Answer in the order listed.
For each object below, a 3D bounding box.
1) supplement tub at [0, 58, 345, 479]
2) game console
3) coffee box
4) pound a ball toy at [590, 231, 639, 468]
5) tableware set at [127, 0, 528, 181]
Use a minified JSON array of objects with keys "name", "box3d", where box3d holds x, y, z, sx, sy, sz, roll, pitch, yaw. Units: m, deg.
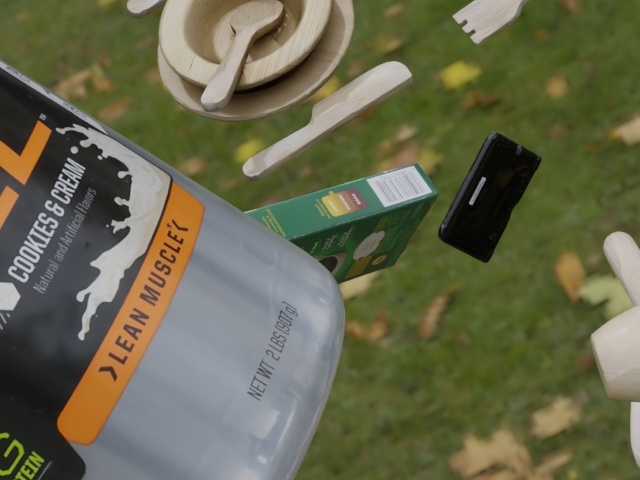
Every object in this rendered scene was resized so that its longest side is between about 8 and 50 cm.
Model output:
[{"name":"supplement tub","box3d":[-0.166,0.015,0.730,0.193,0.316,0.193,-53,14,20]},{"name":"game console","box3d":[0.166,-0.046,2.009,0.071,0.107,0.122,30,93,53]},{"name":"coffee box","box3d":[0.000,0.000,1.629,0.184,0.040,0.113,-18,-25,-31]},{"name":"pound a ball toy","box3d":[0.229,0.071,1.012,0.135,0.208,0.319,-13,16,13]},{"name":"tableware set","box3d":[0.015,-0.121,0.814,0.194,0.039,0.128,-34,53,-4]}]
